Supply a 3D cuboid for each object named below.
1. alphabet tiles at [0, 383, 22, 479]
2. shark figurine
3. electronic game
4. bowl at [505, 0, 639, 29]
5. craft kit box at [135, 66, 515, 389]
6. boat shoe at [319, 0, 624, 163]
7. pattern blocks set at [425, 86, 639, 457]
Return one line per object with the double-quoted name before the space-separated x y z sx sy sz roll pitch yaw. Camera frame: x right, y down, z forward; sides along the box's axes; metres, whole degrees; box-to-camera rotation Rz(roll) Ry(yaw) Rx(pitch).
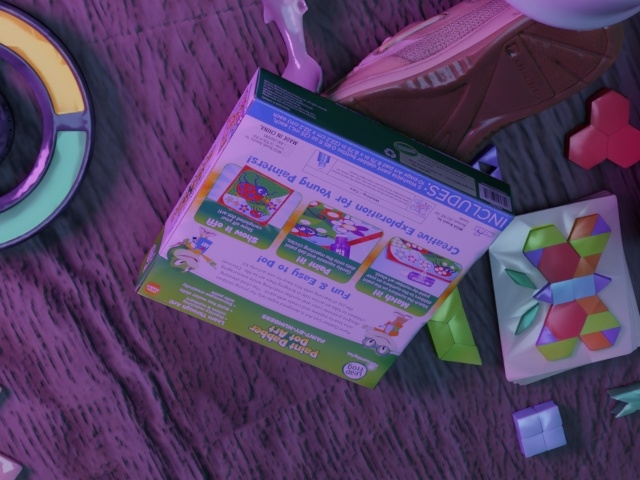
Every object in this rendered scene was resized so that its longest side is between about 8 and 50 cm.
"alphabet tiles" -0.464 0.192 1.184 0.342 0.011 0.285 33 96 -17
"shark figurine" -0.080 -0.239 1.115 0.116 0.166 0.278 -13 127 19
"electronic game" -0.310 -0.098 1.117 0.229 0.048 0.229 -3 105 -10
"bowl" 0.240 -0.309 0.980 0.298 0.134 0.298 -5 100 -33
"craft kit box" 0.000 0.000 1.143 0.250 0.061 0.246 24 125 -16
"boat shoe" 0.098 -0.133 1.155 0.341 0.110 0.121 -25 124 8
"pattern blocks set" 0.239 0.045 1.270 0.285 0.026 0.325 -27 108 -3
